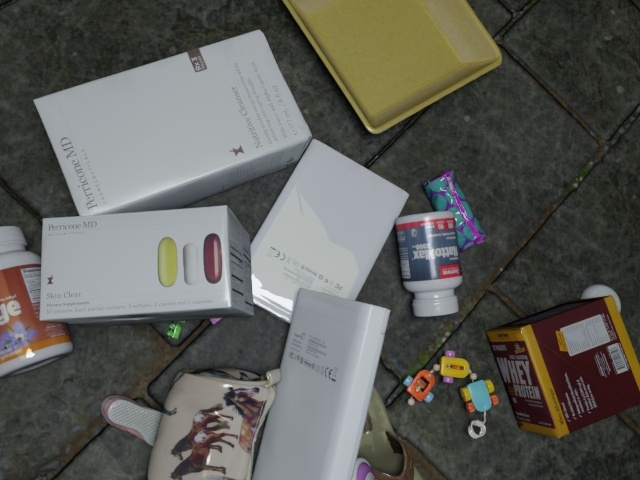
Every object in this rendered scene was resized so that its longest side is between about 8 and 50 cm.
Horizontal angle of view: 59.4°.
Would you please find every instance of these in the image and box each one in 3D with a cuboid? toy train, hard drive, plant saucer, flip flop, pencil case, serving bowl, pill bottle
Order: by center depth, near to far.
[{"bbox_3d":[-0.011,0.257,0.841,0.047,0.233,0.353,17,84,-26],"label":"hard drive"},{"bbox_3d":[-0.175,0.386,0.843,0.184,0.160,0.410,9,76,7],"label":"pencil case"},{"bbox_3d":[-0.477,0.093,0.868,0.121,0.121,0.216,-21,83,-14],"label":"pill bottle"},{"bbox_3d":[0.106,0.365,0.943,0.112,0.080,0.277,-20,83,-14],"label":"flip flop"},{"bbox_3d":[-0.240,0.129,0.960,0.024,0.017,0.083,21,75,-16],"label":"toy train"},{"bbox_3d":[0.232,0.271,1.007,0.166,0.046,0.125,35,76,1],"label":"toy train"},{"bbox_3d":[0.198,0.042,1.010,0.108,0.108,0.180,-7,88,-12],"label":"pill bottle"},{"bbox_3d":[0.000,0.000,1.019,0.210,0.040,0.318,30,75,-4],"label":"hard drive"},{"bbox_3d":[0.255,-0.057,1.064,0.064,0.070,0.151,-27,85,-15],"label":"pencil case"},{"bbox_3d":[0.557,0.126,1.105,0.083,0.027,0.083,2,79,-10],"label":"serving bowl"},{"bbox_3d":[0.136,-0.402,1.108,0.333,0.081,0.332,-31,85,-15],"label":"plant saucer"}]

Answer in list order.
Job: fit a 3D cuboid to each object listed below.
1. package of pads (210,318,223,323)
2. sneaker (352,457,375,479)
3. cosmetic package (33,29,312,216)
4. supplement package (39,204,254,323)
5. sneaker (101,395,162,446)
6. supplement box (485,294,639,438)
[{"bbox_3d":[-0.186,0.098,0.967,0.050,0.032,0.083,-35,86,-11],"label":"package of pads"},{"bbox_3d":[0.011,0.491,0.901,0.152,0.114,0.305,2,88,24],"label":"sneaker"},{"bbox_3d":[-0.240,-0.178,0.951,0.385,0.156,0.217,-24,86,-15],"label":"cosmetic package"},{"bbox_3d":[-0.248,0.047,0.853,0.262,0.204,0.145,-5,79,1],"label":"supplement package"},{"bbox_3d":[-0.294,0.289,0.905,0.134,0.070,0.051,42,62,-30],"label":"sneaker"},{"bbox_3d":[0.439,0.222,1.010,0.194,0.129,0.191,-16,82,-13],"label":"supplement box"}]
